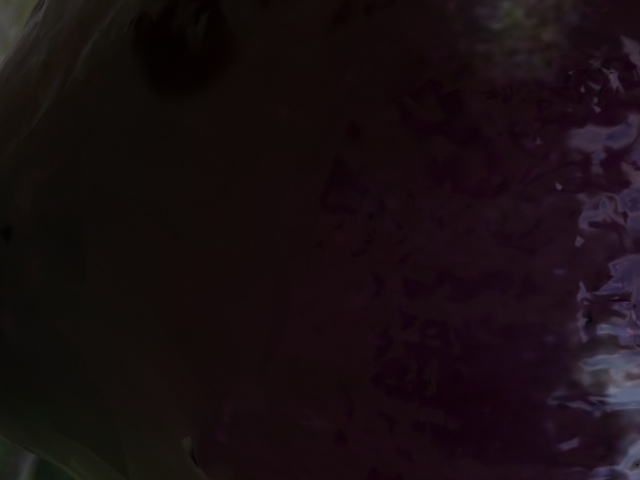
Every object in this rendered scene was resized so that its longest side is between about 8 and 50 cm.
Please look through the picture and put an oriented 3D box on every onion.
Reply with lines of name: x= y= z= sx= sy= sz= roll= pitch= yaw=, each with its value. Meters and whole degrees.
onion: x=0.000 y=0.000 z=0.516 sx=0.348 sy=0.385 sz=0.348 roll=174 pitch=-90 yaw=-87
